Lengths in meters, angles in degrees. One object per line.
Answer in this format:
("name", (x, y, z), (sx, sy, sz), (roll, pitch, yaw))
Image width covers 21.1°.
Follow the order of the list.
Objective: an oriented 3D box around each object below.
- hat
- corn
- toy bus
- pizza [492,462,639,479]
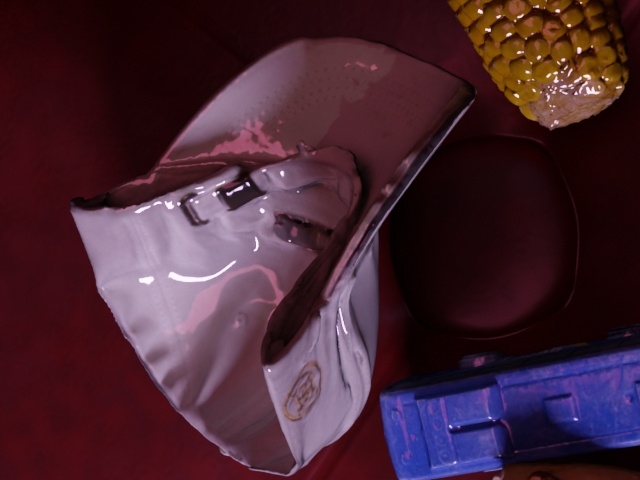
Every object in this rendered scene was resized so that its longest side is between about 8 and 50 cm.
("hat", (-0.006, 0.000, 1.191), (0.301, 0.168, 0.258), (-48, 45, -7))
("corn", (0.111, -0.227, 1.134), (0.119, 0.119, 0.322), (-28, 76, 24))
("toy bus", (0.150, 0.102, 1.111), (0.236, 0.094, 0.079), (-14, 82, 26))
("pizza", (0.177, 0.211, 1.080), (0.182, 0.062, 0.161), (27, 117, -5))
